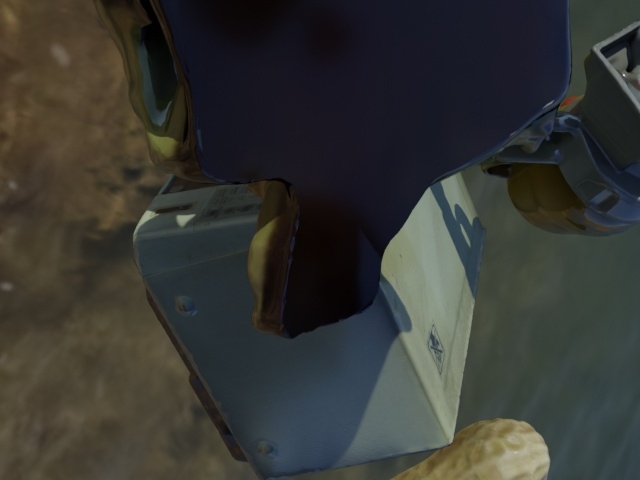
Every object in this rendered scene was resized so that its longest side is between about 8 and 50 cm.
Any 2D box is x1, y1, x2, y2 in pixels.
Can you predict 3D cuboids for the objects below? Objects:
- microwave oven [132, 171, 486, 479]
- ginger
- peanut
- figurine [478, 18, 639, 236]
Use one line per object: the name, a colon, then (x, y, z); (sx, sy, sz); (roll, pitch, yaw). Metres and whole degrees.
microwave oven: (0.000, 0.000, 1.185); (0.394, 0.247, 0.333); (-69, 140, -56)
ginger: (-0.025, -0.138, 0.695); (0.358, 0.211, 0.413); (-52, 126, -27)
peanut: (0.150, 0.323, 1.374); (0.298, 0.120, 0.136); (-34, 154, 9)
figurine: (0.300, -0.092, 1.160); (0.342, 0.285, 0.167); (30, 61, -6)
